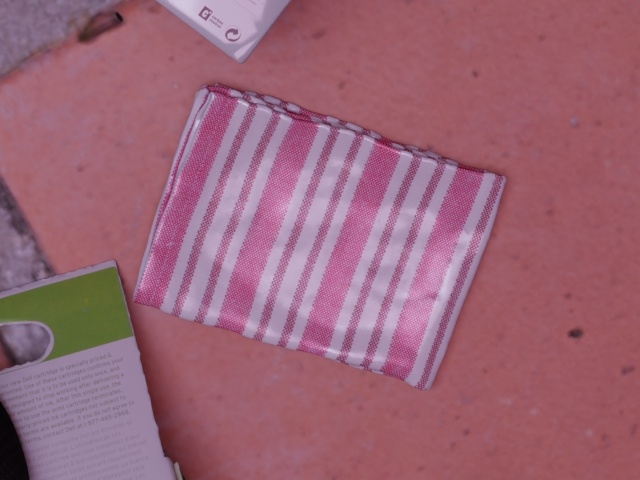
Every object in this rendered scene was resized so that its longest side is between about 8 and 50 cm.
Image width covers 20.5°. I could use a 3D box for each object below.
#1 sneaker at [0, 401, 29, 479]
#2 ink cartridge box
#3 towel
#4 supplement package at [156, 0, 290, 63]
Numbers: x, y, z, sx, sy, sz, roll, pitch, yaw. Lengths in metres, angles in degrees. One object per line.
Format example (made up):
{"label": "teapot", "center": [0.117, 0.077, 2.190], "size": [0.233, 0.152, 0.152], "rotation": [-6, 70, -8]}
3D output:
{"label": "sneaker", "center": [-0.291, 0.077, 1.002], "size": [0.145, 0.090, 0.270], "rotation": [-38, 83, 5]}
{"label": "ink cartridge box", "center": [-0.169, 0.163, 1.056], "size": [0.188, 0.097, 0.255], "rotation": [-16, 68, -1]}
{"label": "towel", "center": [0.000, 0.000, 1.061], "size": [0.197, 0.029, 0.144], "rotation": [17, 100, -8]}
{"label": "supplement package", "center": [-0.060, -0.237, 0.946], "size": [0.194, 0.149, 0.203], "rotation": [37, 96, -10]}
